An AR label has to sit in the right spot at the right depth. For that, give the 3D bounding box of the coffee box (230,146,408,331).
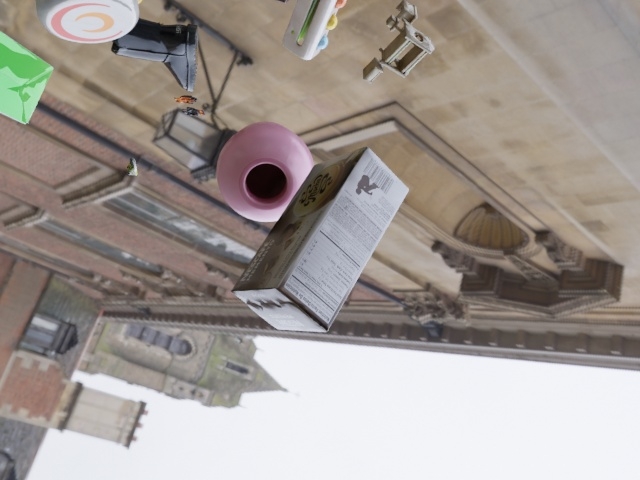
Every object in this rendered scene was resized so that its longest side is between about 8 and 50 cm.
[{"bbox_3d":[0.000,0.000,1.042,0.168,0.119,0.297,-8,-135,57],"label":"coffee box"}]

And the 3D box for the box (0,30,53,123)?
[{"bbox_3d":[-0.633,-0.321,1.017,0.126,0.231,0.262,-64,170,-2],"label":"box"}]

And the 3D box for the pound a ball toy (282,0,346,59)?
[{"bbox_3d":[0.020,-0.776,2.016,0.208,0.136,0.319,-54,176,-47],"label":"pound a ball toy"}]

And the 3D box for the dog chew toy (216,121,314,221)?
[{"bbox_3d":[-0.122,-0.171,1.364,0.206,0.207,0.332,-51,-163,13],"label":"dog chew toy"}]

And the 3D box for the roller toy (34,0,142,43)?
[{"bbox_3d":[-0.465,-0.500,1.217,0.191,0.210,0.146,117,-39,-80],"label":"roller toy"}]

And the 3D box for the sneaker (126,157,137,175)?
[{"bbox_3d":[-0.649,-0.250,2.101,0.083,0.035,0.031,101,-26,-53],"label":"sneaker"}]

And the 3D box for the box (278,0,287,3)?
[{"bbox_3d":[-0.230,-0.807,1.722,0.191,0.382,0.143,-60,163,-45],"label":"box"}]

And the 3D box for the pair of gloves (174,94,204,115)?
[{"bbox_3d":[-0.397,-0.410,1.860,0.074,0.083,0.010,4,-122,19],"label":"pair of gloves"}]

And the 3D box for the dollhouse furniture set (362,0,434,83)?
[{"bbox_3d":[0.213,-0.535,1.699,0.182,0.101,0.160,-37,-140,44],"label":"dollhouse furniture set"}]

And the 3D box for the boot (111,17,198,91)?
[{"bbox_3d":[-0.419,-0.481,1.564,0.246,0.207,0.094,121,-26,-69],"label":"boot"}]
